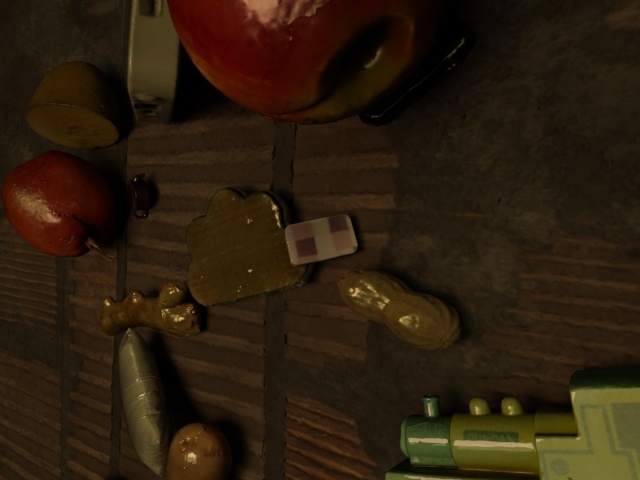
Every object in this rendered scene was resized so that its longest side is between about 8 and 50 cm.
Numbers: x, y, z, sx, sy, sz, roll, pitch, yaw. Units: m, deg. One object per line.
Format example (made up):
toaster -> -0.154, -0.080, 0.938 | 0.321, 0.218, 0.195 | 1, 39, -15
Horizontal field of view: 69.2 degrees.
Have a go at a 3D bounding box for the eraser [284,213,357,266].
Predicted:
eraser -> 0.000, 0.000, 0.717 | 0.105, 0.026, 0.065 | -13, 79, -9

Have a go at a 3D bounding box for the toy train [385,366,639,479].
toy train -> 0.240, 0.279, 0.547 | 0.369, 0.150, 0.237 | -13, 75, 31

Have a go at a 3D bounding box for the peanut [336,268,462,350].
peanut -> 0.107, 0.093, 0.655 | 0.187, 0.082, 0.082 | 29, 105, 27

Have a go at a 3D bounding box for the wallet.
wallet -> 0.051, -0.357, 0.702 | 0.197, 0.051, 0.377 | -39, 72, 23

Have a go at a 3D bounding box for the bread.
bread -> -0.136, 0.005, 0.817 | 0.286, 0.056, 0.207 | -12, 88, 30

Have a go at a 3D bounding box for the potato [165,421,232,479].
potato -> -0.219, 0.403, 0.840 | 0.118, 0.109, 0.178 | 46, 131, 39

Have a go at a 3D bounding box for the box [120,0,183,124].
box -> -0.265, -0.391, 0.757 | 0.367, 0.090, 0.373 | -163, 79, -71

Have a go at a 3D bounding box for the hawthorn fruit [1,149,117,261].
hawthorn fruit -> -0.525, -0.054, 0.976 | 0.299, 0.211, 0.211 | 47, 113, 13

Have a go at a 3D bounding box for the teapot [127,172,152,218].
teapot -> -0.375, -0.092, 0.971 | 0.068, 0.045, 0.100 | 38, 130, 50

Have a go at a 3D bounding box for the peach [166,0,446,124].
peach -> -0.017, -0.327, 0.544 | 0.372, 0.290, 0.373 | 3, 94, 44

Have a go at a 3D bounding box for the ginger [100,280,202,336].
ginger -> -0.358, 0.153, 0.944 | 0.299, 0.065, 0.118 | -13, 103, 32

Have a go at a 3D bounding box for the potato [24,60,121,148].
potato -> -0.516, -0.305, 0.997 | 0.203, 0.178, 0.158 | -15, 66, 55

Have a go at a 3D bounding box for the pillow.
pillow -> -0.337, 0.306, 0.892 | 0.254, 0.078, 0.144 | 59, 142, 34
